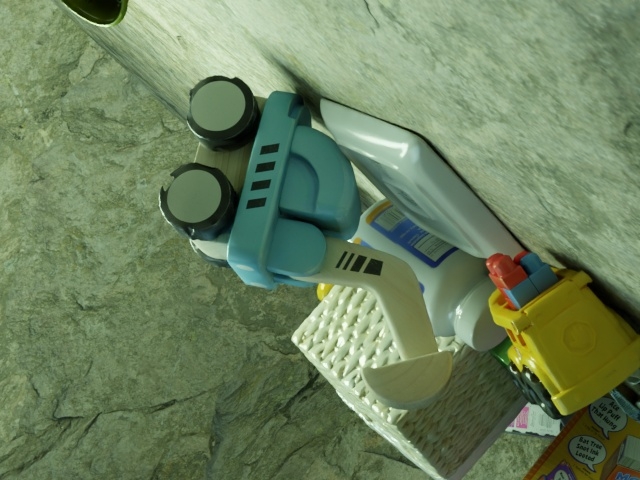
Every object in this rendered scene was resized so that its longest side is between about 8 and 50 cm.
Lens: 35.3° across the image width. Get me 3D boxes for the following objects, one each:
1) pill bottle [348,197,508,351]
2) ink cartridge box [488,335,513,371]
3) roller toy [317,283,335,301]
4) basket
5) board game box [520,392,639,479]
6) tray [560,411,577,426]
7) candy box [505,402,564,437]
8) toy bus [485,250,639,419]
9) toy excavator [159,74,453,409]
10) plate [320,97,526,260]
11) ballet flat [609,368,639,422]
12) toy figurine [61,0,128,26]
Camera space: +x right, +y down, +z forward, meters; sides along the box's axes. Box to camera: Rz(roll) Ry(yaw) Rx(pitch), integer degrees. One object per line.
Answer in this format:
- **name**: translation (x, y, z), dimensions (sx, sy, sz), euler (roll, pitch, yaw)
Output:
- **pill bottle**: translation (0.178, 0.055, 1.570), dimensions (0.272, 0.152, 0.152), euler (37, 175, 37)
- **ink cartridge box**: translation (0.370, 0.197, 1.663), dimensions (0.062, 0.109, 0.209), euler (37, 175, 47)
- **roller toy**: translation (0.100, 0.061, 1.994), dimensions (0.146, 0.209, 0.191), euler (38, -179, 31)
- **basket**: translation (0.179, 0.189, 1.777), dimensions (0.328, 0.331, 0.266), euler (35, 172, 44)
- **board game box**: translation (0.547, 0.507, 1.659), dimensions (0.356, 0.356, 0.356), euler (37, 174, 41)
- **tray**: translation (0.449, 0.294, 1.898), dimensions (0.270, 0.030, 0.145), euler (60, -166, 8)
- **candy box**: translation (0.466, 0.379, 2.119), dimensions (0.159, 0.071, 0.233), euler (16, 166, -37)
- **toy bus**: translation (0.283, 0.098, 1.282), dimensions (0.211, 0.149, 0.220), euler (53, 178, -3)
- **toy excavator**: translation (0.000, 0.000, 1.483), dimensions (0.445, 0.433, 0.222), euler (10, 165, 11)
- **plate**: translation (0.132, -0.072, 1.386), dimensions (0.278, 0.045, 0.277), euler (43, 175, -32)
- **ballet flat**: translation (0.447, 0.206, 1.440), dimensions (0.188, 0.070, 0.070), euler (38, 177, -19)
- **toy figurine**: translation (-0.345, -0.449, 1.348), dimensions (0.362, 0.191, 0.217), euler (32, -155, 7)
